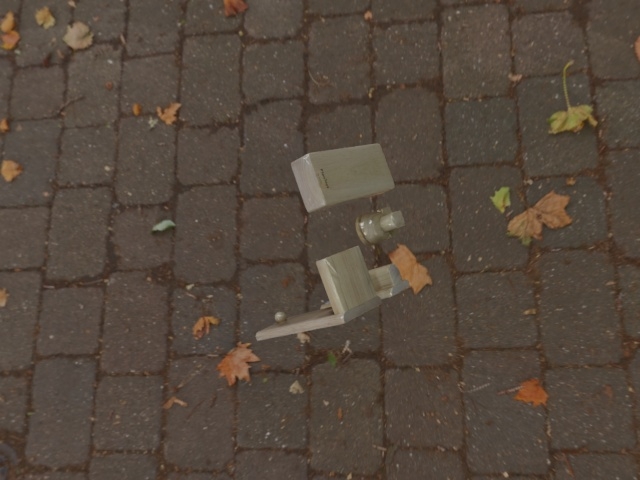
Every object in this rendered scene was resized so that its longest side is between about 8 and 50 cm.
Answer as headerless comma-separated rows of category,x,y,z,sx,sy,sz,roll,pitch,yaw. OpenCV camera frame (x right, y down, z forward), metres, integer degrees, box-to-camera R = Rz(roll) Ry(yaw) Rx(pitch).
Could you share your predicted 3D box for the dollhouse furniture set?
dollhouse furniture set,0.000,0.000,0.554,0.123,0.144,0.151,-21,88,43
